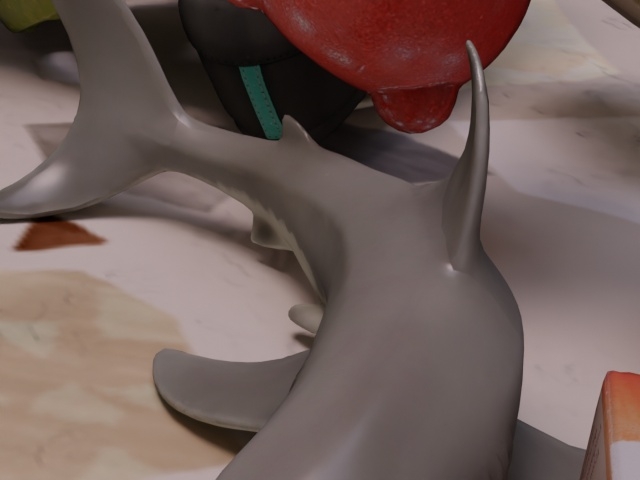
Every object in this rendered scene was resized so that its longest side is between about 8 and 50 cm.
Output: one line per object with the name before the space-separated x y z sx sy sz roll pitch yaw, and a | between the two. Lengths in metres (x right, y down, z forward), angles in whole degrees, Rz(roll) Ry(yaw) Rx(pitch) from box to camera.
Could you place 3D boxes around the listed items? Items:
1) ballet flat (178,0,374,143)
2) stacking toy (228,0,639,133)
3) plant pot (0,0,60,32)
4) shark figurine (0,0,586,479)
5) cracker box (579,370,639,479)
ballet flat | 0.025 -0.118 0.699 0.095 0.096 0.280 2 29 30
stacking toy | 0.126 -0.046 0.568 0.309 0.130 0.279 39 7 13
plant pot | -0.114 -0.235 0.660 0.276 0.254 0.276 -30 13 7
shark figurine | 0.008 -0.012 0.464 0.166 0.116 0.278 -1 29 -22
cracker box | 0.123 0.116 0.286 0.156 0.067 0.232 10 25 4
